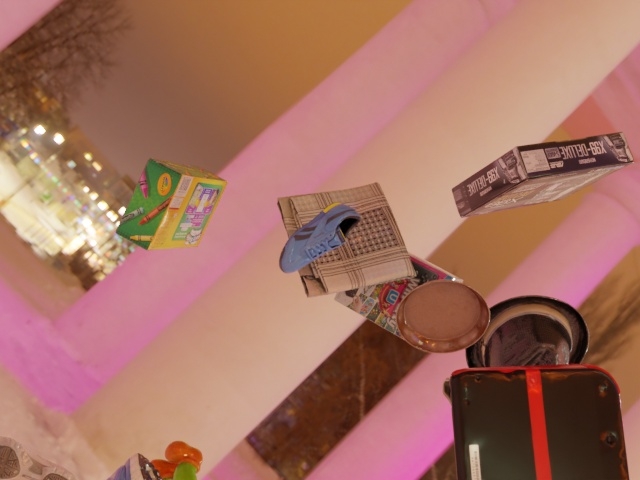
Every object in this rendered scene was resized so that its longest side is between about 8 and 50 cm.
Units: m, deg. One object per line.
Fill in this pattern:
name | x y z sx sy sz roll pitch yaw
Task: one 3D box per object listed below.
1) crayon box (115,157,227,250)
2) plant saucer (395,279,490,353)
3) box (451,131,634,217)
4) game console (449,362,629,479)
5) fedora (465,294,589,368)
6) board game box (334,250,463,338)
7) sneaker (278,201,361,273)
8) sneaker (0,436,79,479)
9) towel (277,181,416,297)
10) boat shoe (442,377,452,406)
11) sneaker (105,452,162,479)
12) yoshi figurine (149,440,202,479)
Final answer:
crayon box | -0.302 -0.072 1.691 0.081 0.165 0.278 27 6 10
plant saucer | 0.220 0.133 1.465 0.168 0.168 0.029 51 24 -25
box | 0.478 -0.141 1.763 0.242 0.307 0.076 -37 -113 59
game console | 0.419 0.430 1.533 0.060 0.342 0.386 120 -32 -76
fedora | 0.514 0.299 1.996 0.334 0.334 0.152 51 24 -26
board game box | 0.222 0.142 2.333 0.303 0.224 0.097 28 5 28
sneaker | 0.000 0.000 1.762 0.082 0.209 0.069 33 -20 47
sneaker | -0.580 0.473 1.635 0.232 0.090 0.115 26 -17 11
towel | 0.068 -0.010 2.197 0.056 0.324 0.312 116 -41 -60
boat shoe | 0.358 0.392 1.869 0.103 0.113 0.302 11 6 -7
sneaker | -0.404 0.635 1.775 0.130 0.147 0.330 55 3 -42
yoshi figurine | -0.395 0.679 1.980 0.362 0.203 0.203 -95 172 -46
